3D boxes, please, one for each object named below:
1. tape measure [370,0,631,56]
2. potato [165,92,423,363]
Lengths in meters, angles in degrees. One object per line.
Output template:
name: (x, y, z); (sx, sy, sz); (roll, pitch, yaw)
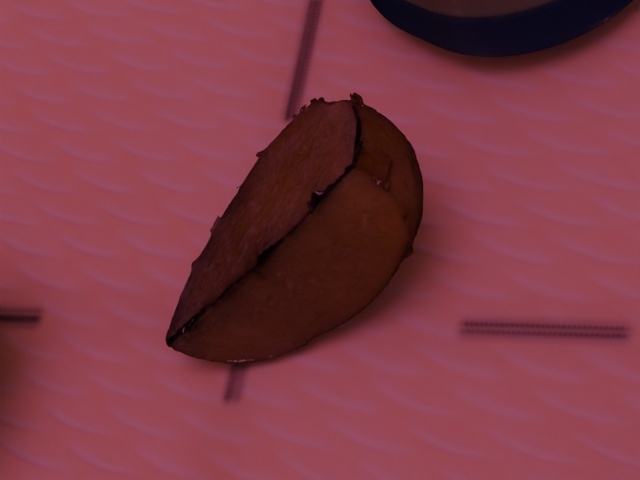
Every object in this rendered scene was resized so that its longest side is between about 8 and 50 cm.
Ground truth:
tape measure: (0.162, -0.187, 0.836); (0.351, 0.098, 0.215); (29, 74, 34)
potato: (0.000, 0.000, 0.825); (0.172, 0.089, 0.101); (-47, 27, 30)
